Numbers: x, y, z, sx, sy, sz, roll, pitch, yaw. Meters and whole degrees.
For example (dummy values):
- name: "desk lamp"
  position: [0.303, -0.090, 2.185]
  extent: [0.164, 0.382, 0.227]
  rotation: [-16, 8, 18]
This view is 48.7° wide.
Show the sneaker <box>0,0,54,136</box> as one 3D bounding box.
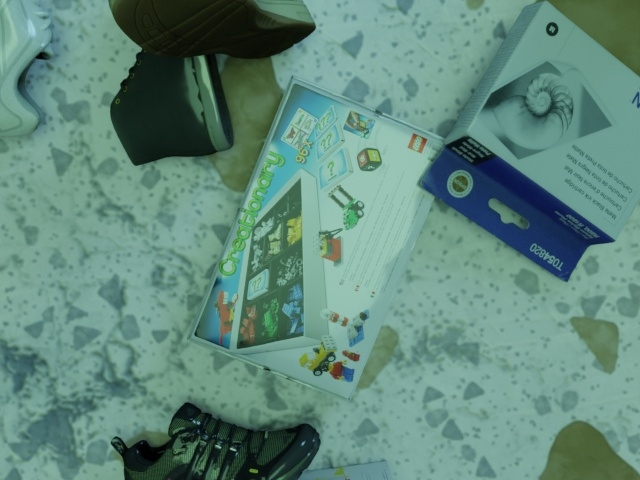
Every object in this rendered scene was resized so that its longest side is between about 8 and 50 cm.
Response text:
- name: "sneaker"
  position: [-0.332, -0.249, 0.728]
  extent: [0.118, 0.110, 0.292]
  rotation: [7, 103, -10]

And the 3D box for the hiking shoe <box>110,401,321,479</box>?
- name: "hiking shoe"
  position: [-0.115, 0.231, 0.774]
  extent: [0.226, 0.086, 0.114]
  rotation: [-19, 98, 1]

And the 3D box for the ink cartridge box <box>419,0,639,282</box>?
- name: "ink cartridge box"
  position: [0.252, -0.097, 0.754]
  extent: [0.223, 0.045, 0.224]
  rotation: [30, 91, -17]

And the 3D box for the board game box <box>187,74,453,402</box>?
- name: "board game box"
  position: [0.000, 0.000, 0.776]
  extent: [0.192, 0.053, 0.306]
  rotation: [22, 93, -4]

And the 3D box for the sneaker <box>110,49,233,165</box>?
- name: "sneaker"
  position: [-0.174, -0.193, 0.741]
  extent: [0.118, 0.083, 0.222]
  rotation: [-12, 92, 4]

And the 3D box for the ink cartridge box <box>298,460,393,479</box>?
- name: "ink cartridge box"
  position: [0.015, 0.313, 0.783]
  extent: [0.143, 0.090, 0.092]
  rotation: [-8, 95, -2]

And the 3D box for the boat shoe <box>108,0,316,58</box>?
- name: "boat shoe"
  position: [-0.100, -0.228, 0.653]
  extent: [0.104, 0.285, 0.089]
  rotation: [-22, 90, 22]
